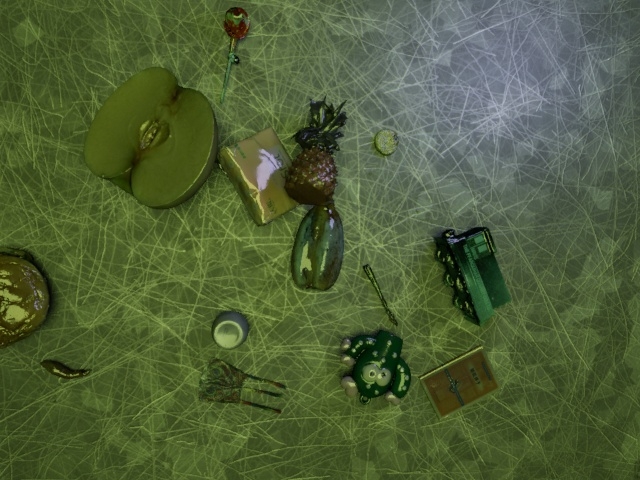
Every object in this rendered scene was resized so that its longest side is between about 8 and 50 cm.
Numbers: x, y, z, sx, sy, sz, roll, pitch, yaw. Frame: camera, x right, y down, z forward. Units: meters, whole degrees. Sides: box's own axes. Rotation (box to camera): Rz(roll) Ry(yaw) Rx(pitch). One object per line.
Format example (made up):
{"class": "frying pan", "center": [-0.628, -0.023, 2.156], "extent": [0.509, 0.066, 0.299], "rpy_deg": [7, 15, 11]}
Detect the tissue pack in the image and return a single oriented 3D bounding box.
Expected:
{"class": "tissue pack", "center": [-0.172, -0.191, 1.508], "extent": [0.215, 0.123, 0.257], "rpy_deg": [-35, 99, -34]}

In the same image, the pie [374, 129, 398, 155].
{"class": "pie", "center": [0.214, -0.316, 1.605], "extent": [0.085, 0.017, 0.085], "rpy_deg": [0, 94, -6]}

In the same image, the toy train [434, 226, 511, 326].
{"class": "toy train", "center": [0.495, 0.105, 1.598], "extent": [0.178, 0.138, 0.330], "rpy_deg": [-24, 96, -7]}

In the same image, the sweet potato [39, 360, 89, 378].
{"class": "sweet potato", "center": [-0.805, 0.410, 1.562], "extent": [0.153, 0.038, 0.041], "rpy_deg": [15, 115, -7]}

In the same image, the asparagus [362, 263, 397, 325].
{"class": "asparagus", "center": [0.199, 0.183, 1.635], "extent": [0.022, 0.023, 0.233], "rpy_deg": [-22, 97, 42]}

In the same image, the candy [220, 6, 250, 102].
{"class": "candy", "center": [-0.276, -0.567, 1.529], "extent": [0.078, 0.084, 0.288], "rpy_deg": [12, 100, -9]}

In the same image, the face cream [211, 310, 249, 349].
{"class": "face cream", "center": [-0.284, 0.283, 1.560], "extent": [0.117, 0.104, 0.117], "rpy_deg": [0, 95, -5]}

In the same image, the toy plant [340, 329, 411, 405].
{"class": "toy plant", "center": [0.178, 0.412, 1.602], "extent": [0.232, 0.112, 0.243], "rpy_deg": [-1, 88, -6]}

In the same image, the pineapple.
{"class": "pineapple", "center": [-0.009, -0.281, 1.486], "extent": [0.165, 0.165, 0.365], "rpy_deg": [12, 65, -5]}

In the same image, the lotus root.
{"class": "lotus root", "center": [0.000, 0.000, 1.554], "extent": [0.158, 0.140, 0.322], "rpy_deg": [8, 87, 19]}

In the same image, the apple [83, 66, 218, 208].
{"class": "apple", "center": [-0.461, -0.287, 1.421], "extent": [0.320, 0.311, 0.360], "rpy_deg": [34, 86, -32]}

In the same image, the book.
{"class": "book", "center": [0.472, 0.481, 1.676], "extent": [0.241, 0.018, 0.170], "rpy_deg": [-27, 95, -2]}

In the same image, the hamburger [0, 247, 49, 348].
{"class": "hamburger", "center": [-0.962, 0.173, 1.486], "extent": [0.265, 0.134, 0.285], "rpy_deg": [-29, 98, 0]}

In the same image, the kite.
{"class": "kite", "center": [-0.253, 0.485, 1.623], "extent": [0.285, 0.015, 0.152], "rpy_deg": [17, 95, -3]}
